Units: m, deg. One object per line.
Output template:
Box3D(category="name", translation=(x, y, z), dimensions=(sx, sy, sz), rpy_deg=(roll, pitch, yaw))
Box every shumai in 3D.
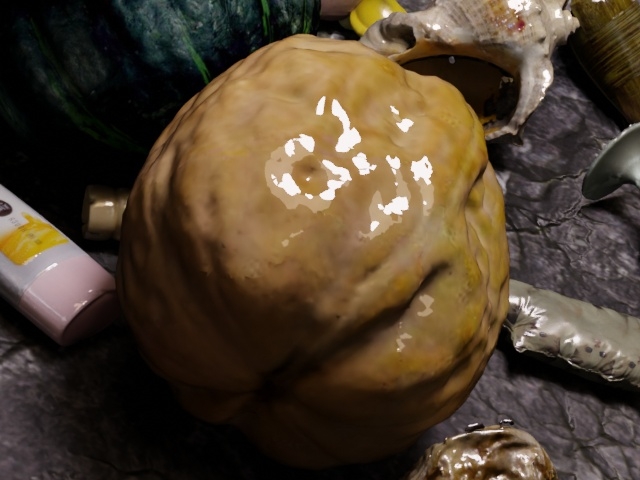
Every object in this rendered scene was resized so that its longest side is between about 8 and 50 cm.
Box3D(category="shumai", translation=(0.115, 0.212, 1.328), dimensions=(0.145, 0.145, 0.116), rpy_deg=(5, 48, -21))

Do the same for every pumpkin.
Box3D(category="pumpkin", translation=(-0.140, -0.174, 1.573), dimensions=(0.315, 0.315, 0.238), rpy_deg=(-29, 91, -47))

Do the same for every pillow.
Box3D(category="pillow", translation=(0.227, 0.088, 1.604), dimensions=(0.241, 0.051, 0.093), rpy_deg=(19, 36, -7))

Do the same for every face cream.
Box3D(category="face cream", translation=(-0.248, 0.005, 1.466), dimensions=(0.198, 0.057, 0.084), rpy_deg=(37, 39, 21))

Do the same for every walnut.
Box3D(category="walnut", translation=(0.002, -0.002, 1.408), dimensions=(0.306, 0.306, 0.344), rpy_deg=(18, 38, -5))

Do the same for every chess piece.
Box3D(category="chess piece", translation=(-0.140, -0.020, 1.552), dimensions=(0.122, 0.066, 0.066), rpy_deg=(4, 39, -17))

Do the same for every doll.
Box3D(category="doll", translation=(0.028, -0.260, 1.932), dimensions=(0.145, 0.096, 0.188), rpy_deg=(-2, 59, -14))

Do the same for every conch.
Box3D(category="conch", translation=(0.141, -0.175, 1.827), dimensions=(0.245, 0.163, 0.178), rpy_deg=(-10, 53, 3))

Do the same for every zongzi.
Box3D(category="zongzi", translation=(0.331, -0.181, 2.014), dimensions=(0.084, 0.184, 0.187), rpy_deg=(-26, 86, -6))

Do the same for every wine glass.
Box3D(category="wine glass", translation=(0.367, -0.006, 1.758), dimensions=(0.103, 0.103, 0.231), rpy_deg=(-19, 55, -42))

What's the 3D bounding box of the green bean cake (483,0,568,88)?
Box3D(category="green bean cake", translation=(0.218, -0.244, 1.984), dimensions=(0.085, 0.109, 0.179), rpy_deg=(25, 36, 5))
